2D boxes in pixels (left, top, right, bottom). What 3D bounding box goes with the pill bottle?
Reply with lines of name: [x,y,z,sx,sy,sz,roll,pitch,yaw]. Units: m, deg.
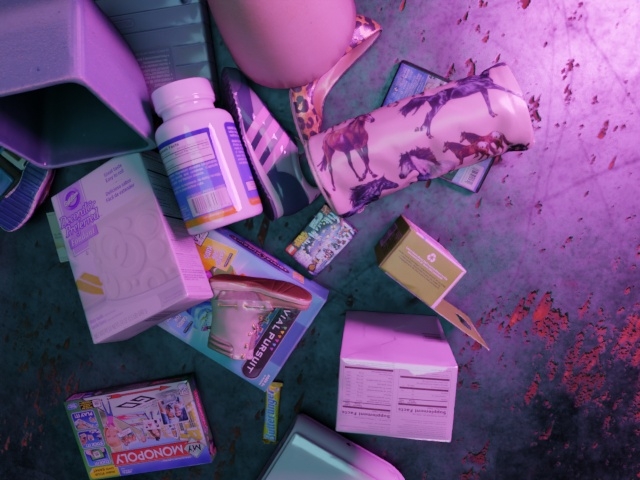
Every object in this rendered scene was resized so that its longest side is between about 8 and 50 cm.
pill bottle: [-0.222,-0.158,0.944,0.153,0.152,0.271,-17,95,9]

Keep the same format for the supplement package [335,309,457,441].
supplement package: [0.142,0.251,0.973,0.204,0.262,0.145,4,101,5]

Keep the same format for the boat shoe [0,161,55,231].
boat shoe: [-0.631,-0.098,1.085,0.066,0.066,0.183,36,97,-4]

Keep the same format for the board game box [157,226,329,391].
board game box: [-0.191,0.131,1.078,0.336,0.079,0.253,32,102,-1]

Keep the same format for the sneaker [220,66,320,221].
sneaker: [-0.103,-0.205,1.008,0.131,0.112,0.318,-21,94,-19]

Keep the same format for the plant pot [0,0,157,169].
plant pot: [-0.463,-0.306,0.887,0.248,0.247,0.252,-9,73,7]

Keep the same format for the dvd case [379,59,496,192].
dvd case: [0.240,-0.227,0.995,0.253,0.022,0.180,24,101,1]

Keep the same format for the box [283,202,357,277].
box: [0.000,0.000,1.059,0.094,0.027,0.137,41,102,-2]

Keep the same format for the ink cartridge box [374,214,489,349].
ink cartridge box: [0.235,0.072,0.969,0.255,0.189,0.097,37,101,-3]

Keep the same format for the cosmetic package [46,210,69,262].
cosmetic package: [-0.560,-0.014,1.107,0.060,0.041,0.115,-11,100,8]

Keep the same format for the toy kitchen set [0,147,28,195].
toy kitchen set: [-0.675,-0.200,1.019,0.122,0.166,0.207,44,102,-4]

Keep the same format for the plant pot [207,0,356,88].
plant pot: [-0.093,-0.432,0.823,0.257,0.274,0.256,-2,80,15]

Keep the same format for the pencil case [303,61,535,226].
pencil case: [0.185,-0.176,0.916,0.411,0.159,0.183,-20,134,8]

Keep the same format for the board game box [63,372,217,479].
board game box: [-0.427,0.445,1.180,0.318,0.046,0.213,-12,99,8]

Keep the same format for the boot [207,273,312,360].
boot: [-0.126,0.161,0.997,0.213,0.077,0.164,8,100,11]

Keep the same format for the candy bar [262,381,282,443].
candy bar: [-0.113,0.400,1.153,0.040,0.018,0.161,6,101,5]

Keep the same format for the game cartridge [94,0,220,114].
game cartridge: [-0.393,-0.371,1.015,0.356,0.068,0.230,-5,104,7]

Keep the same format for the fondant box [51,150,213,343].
fondant box: [-0.386,0.011,1.003,0.238,0.096,0.330,-27,75,16]

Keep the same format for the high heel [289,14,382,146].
high heel: [0.036,-0.302,0.964,0.186,0.093,0.261,-5,94,9]

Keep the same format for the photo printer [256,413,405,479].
photo printer: [0.020,0.573,1.127,0.308,0.107,0.256,31,102,0]
